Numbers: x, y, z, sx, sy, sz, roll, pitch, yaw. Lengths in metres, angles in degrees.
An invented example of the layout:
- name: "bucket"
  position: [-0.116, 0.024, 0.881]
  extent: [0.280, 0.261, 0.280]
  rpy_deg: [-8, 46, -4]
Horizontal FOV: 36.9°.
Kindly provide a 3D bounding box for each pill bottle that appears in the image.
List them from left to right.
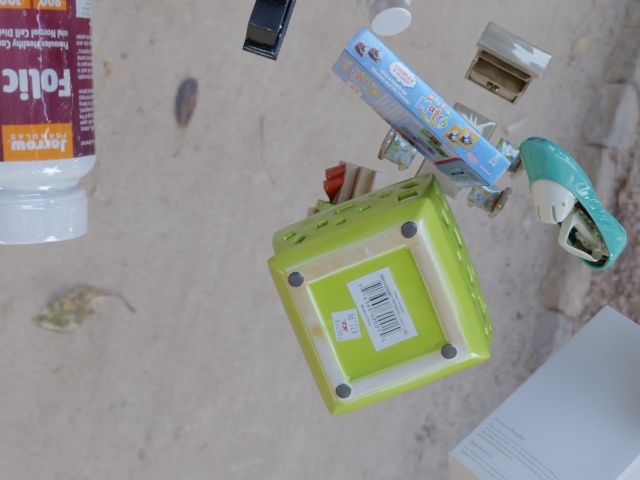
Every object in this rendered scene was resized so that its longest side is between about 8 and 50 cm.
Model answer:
- name: "pill bottle"
  position: [-0.439, -0.201, 1.381]
  extent: [0.224, 0.224, 0.392]
  rpy_deg: [-11, 105, -46]
- name: "pill bottle"
  position: [0.073, -0.311, 1.164]
  extent: [0.067, 0.067, 0.120]
  rpy_deg: [21, 48, -46]

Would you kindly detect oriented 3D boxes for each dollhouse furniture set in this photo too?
- name: "dollhouse furniture set"
  position: [0.238, -0.188, 1.487]
  extent: [0.242, 0.212, 0.161]
  rpy_deg: [-60, 176, -7]

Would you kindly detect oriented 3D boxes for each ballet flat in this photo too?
- name: "ballet flat"
  position: [0.358, -0.042, 1.372]
  extent: [0.247, 0.083, 0.087]
  rpy_deg: [44, 62, -28]

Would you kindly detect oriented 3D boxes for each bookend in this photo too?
- name: "bookend"
  position: [-0.087, -0.457, 1.829]
  extent: [0.072, 0.157, 0.156]
  rpy_deg: [18, 66, -4]

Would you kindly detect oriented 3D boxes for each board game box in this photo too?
- name: "board game box"
  position: [0.106, -0.142, 1.074]
  extent: [0.211, 0.160, 0.039]
  rpy_deg: [41, 89, -5]

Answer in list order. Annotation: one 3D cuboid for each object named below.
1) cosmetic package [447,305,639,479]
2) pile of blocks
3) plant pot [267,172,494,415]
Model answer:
- name: "cosmetic package"
  position: [0.402, 0.303, 1.473]
  extent: [0.385, 0.217, 0.156]
  rpy_deg: [-35, 141, -21]
- name: "pile of blocks"
  position: [0.000, 0.000, 1.848]
  extent: [0.113, 0.149, 0.362]
  rpy_deg: [14, 119, -19]
- name: "plant pot"
  position: [0.071, 0.065, 1.121]
  extent: [0.207, 0.227, 0.228]
  rpy_deg: [-53, 122, -81]
